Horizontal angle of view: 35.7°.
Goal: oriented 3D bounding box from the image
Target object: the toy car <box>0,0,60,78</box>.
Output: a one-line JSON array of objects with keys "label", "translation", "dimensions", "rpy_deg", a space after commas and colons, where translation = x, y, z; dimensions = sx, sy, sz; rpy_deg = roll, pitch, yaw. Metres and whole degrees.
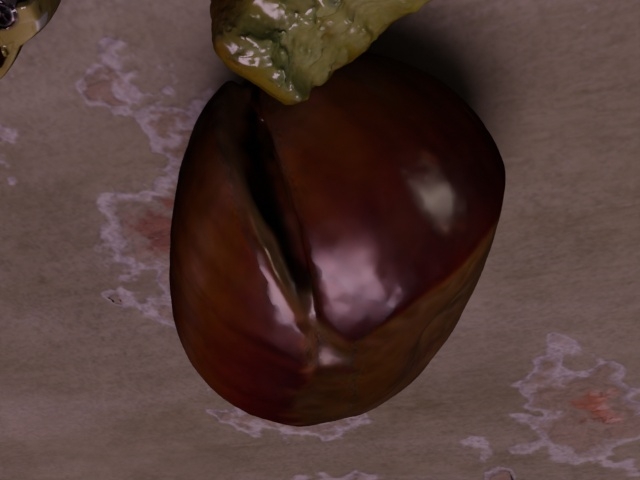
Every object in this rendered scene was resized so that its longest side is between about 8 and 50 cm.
[{"label": "toy car", "translation": [-0.368, -0.218, 0.995], "dimensions": [0.256, 0.101, 0.124], "rpy_deg": [-3, 143, 14]}]

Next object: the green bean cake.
[{"label": "green bean cake", "translation": [0.030, -0.243, 0.813], "dimensions": [0.236, 0.233, 0.124], "rpy_deg": [-28, 134, 34]}]

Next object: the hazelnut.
[{"label": "hazelnut", "translation": [0.000, 0.000, 1.016], "dimensions": [0.359, 0.359, 0.409], "rpy_deg": [7, 136, 0]}]
